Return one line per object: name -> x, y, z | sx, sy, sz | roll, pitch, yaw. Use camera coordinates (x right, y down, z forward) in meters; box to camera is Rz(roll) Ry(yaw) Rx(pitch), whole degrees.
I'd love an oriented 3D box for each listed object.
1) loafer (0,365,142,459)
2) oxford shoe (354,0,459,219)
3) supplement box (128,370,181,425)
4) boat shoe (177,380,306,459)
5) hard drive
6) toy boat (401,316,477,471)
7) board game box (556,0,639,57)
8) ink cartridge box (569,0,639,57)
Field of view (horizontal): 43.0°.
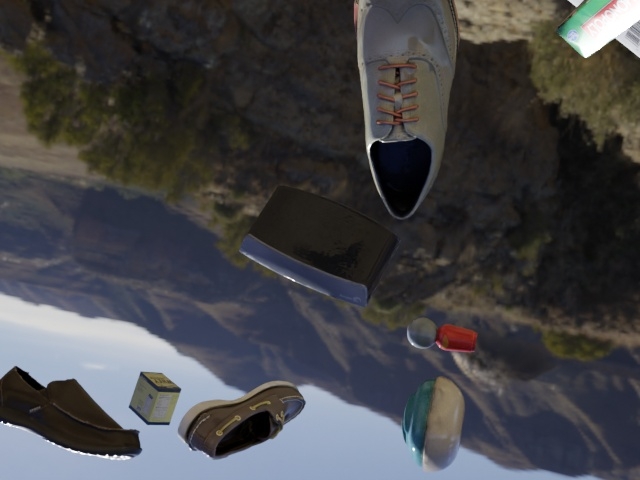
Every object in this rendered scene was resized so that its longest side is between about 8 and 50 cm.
loafer -> -0.313, 0.207, 0.992 | 0.220, 0.078, 0.080 | 16, 165, 14
oxford shoe -> 0.119, -0.208, 1.097 | 0.141, 0.146, 0.397 | -2, 129, 12
supplement box -> -0.344, 0.328, 1.689 | 0.056, 0.083, 0.083 | 14, -172, -45
boat shoe -> -0.134, 0.362, 1.630 | 0.097, 0.116, 0.324 | 32, -160, 34
hard drive -> 0.000, 0.000, 1.461 | 0.255, 0.172, 0.054 | 24, 151, 14
toy boat -> 0.232, 0.317, 1.695 | 0.148, 0.318, 0.267 | 9, 155, 12
board game box -> 0.369, -0.319, 0.734 | 0.046, 0.317, 0.213 | 44, 171, -1
ink cartridge box -> 0.509, -0.419, 1.257 | 0.278, 0.117, 0.201 | 47, 157, 19
